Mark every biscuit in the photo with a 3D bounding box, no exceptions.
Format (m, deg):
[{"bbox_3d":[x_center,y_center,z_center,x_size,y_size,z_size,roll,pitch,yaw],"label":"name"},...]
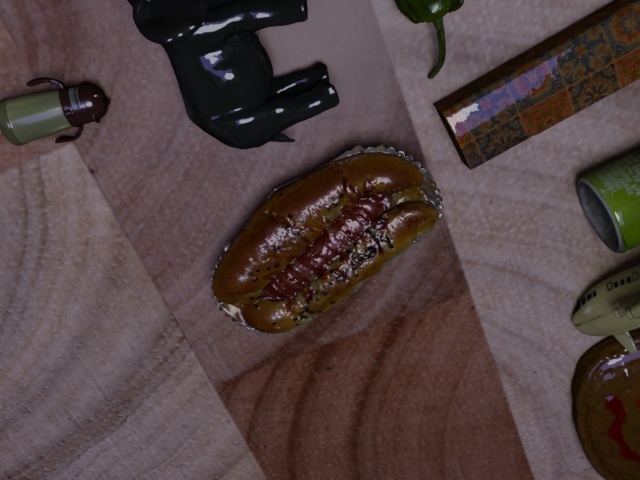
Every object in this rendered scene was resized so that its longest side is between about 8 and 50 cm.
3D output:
[{"bbox_3d":[0.454,0.213,0.810,0.257,0.049,0.273,-32,113,10],"label":"biscuit"}]

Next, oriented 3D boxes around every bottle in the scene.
[{"bbox_3d":[-0.257,-0.126,0.620,0.101,0.047,0.063,-15,150,-2],"label":"bottle"},{"bbox_3d":[0.439,-0.096,0.647,0.330,0.093,0.093,-26,113,8],"label":"bottle"}]

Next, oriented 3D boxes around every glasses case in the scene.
[{"bbox_3d":[0.229,-0.156,0.631,0.218,0.049,0.075,-29,112,9],"label":"glasses case"}]

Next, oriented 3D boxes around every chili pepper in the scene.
[{"bbox_3d":[0.086,-0.249,0.575,0.072,0.073,0.204,-41,112,-1],"label":"chili pepper"}]

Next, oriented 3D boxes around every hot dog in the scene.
[{"bbox_3d":[0.000,0.000,0.672,0.268,0.075,0.144,-37,113,15],"label":"hot dog"}]

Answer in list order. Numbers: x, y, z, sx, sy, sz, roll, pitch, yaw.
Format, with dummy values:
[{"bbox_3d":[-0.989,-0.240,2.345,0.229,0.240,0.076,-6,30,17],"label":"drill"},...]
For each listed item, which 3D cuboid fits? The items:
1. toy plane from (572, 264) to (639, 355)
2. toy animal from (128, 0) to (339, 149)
[{"bbox_3d":[0.380,0.050,0.682,0.092,0.229,0.244,54,133,14],"label":"toy plane"},{"bbox_3d":[-0.080,-0.186,0.563,0.146,0.114,0.245,-18,113,4],"label":"toy animal"}]
